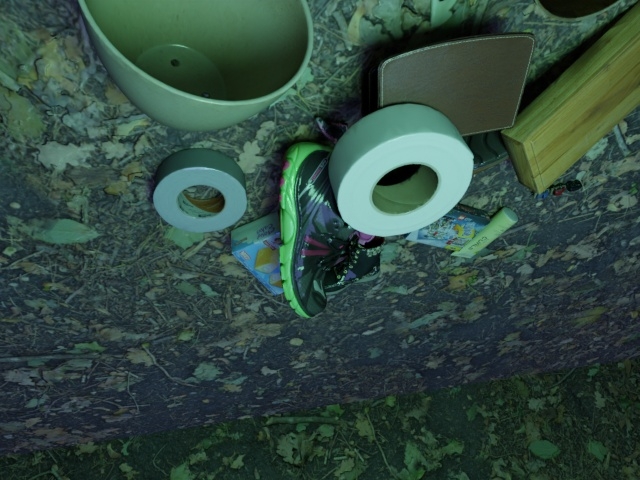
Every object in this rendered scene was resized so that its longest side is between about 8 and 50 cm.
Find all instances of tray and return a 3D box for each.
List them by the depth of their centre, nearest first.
[{"bbox_3d":[0.611,-0.313,0.978,0.411,0.076,0.203,-44,135,4],"label":"tray"}]

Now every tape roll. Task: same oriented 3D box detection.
[{"bbox_3d":[0.164,-0.137,0.902,0.286,0.100,0.286,-8,140,-6],"label":"tape roll"},{"bbox_3d":[-0.292,-0.117,1.059,0.219,0.072,0.219,-7,140,-6],"label":"tape roll"}]

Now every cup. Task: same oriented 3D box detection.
[{"bbox_3d":[-0.211,-0.311,0.703,0.331,0.330,0.237,10,161,-25],"label":"cup"}]

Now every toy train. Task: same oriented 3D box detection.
[{"bbox_3d":[0.726,-0.154,1.327,0.158,0.036,0.027,-12,140,-1],"label":"toy train"}]

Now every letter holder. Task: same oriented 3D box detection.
[{"bbox_3d":[0.247,-0.336,0.893,0.302,0.152,0.214,-11,138,-3],"label":"letter holder"}]

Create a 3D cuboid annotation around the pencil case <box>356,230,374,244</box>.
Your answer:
[{"bbox_3d":[0.185,-0.056,1.196,0.209,0.095,0.098,-16,116,-36],"label":"pencil case"}]

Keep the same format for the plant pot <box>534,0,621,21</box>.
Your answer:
[{"bbox_3d":[0.377,-0.499,0.671,0.216,0.230,0.215,-8,140,-7],"label":"plant pot"}]

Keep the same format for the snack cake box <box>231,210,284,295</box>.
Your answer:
[{"bbox_3d":[-0.132,0.046,1.282,0.152,0.089,0.264,-22,140,11],"label":"snack cake box"}]

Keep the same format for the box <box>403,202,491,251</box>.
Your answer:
[{"bbox_3d":[0.394,-0.048,1.353,0.233,0.044,0.159,12,134,-27],"label":"box"}]

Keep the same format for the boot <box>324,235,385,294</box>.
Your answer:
[{"bbox_3d":[0.077,0.064,1.259,0.237,0.085,0.178,-15,144,-16],"label":"boot"}]

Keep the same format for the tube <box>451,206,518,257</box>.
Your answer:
[{"bbox_3d":[0.544,-0.012,1.431,0.070,0.062,0.240,40,133,2],"label":"tube"}]

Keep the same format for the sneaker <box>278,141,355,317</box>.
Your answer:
[{"bbox_3d":[0.000,0.000,1.088,0.202,0.185,0.482,1,120,0],"label":"sneaker"}]

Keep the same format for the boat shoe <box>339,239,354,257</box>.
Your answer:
[{"bbox_3d":[0.052,0.023,1.334,0.183,0.066,0.066,-8,160,-15],"label":"boat shoe"}]

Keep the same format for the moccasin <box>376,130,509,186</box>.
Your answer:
[{"bbox_3d":[0.299,-0.181,1.100,0.380,0.139,0.147,-25,161,14],"label":"moccasin"}]

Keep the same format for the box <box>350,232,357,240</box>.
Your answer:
[{"bbox_3d":[0.036,-0.051,1.228,0.126,0.072,0.137,-27,139,15],"label":"box"}]

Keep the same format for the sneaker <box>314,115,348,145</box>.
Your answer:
[{"bbox_3d":[0.035,-0.260,1.010,0.057,0.047,0.119,-46,136,13],"label":"sneaker"}]
